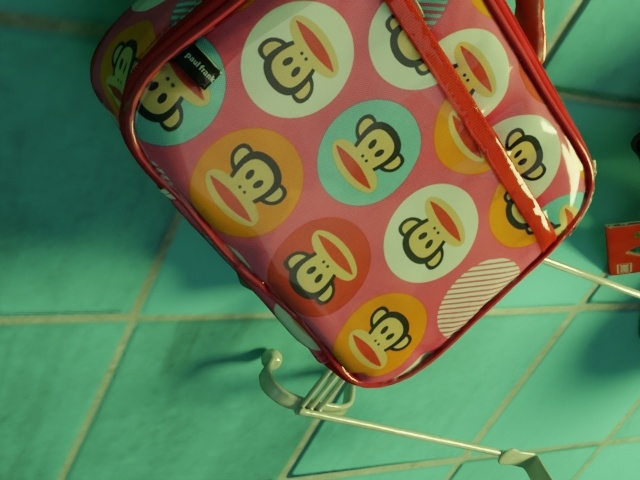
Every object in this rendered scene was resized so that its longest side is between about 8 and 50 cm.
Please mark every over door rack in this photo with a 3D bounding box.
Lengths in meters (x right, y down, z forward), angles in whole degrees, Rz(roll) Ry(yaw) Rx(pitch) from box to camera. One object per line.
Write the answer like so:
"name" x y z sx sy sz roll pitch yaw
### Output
"over door rack" 0.139 0.086 0.979 0.324 0.108 0.239 25 118 -24

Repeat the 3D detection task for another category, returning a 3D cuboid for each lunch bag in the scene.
"lunch bag" 0.036 -0.076 0.690 0.258 0.120 0.293 -41 124 -2

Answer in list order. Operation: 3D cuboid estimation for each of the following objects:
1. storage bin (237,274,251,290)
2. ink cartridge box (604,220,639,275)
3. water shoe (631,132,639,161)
"storage bin" 0.000 0.000 0.830 0.091 0.098 0.135 24 118 -35
"ink cartridge box" 0.374 0.019 0.975 0.239 0.060 0.275 -10 168 13
"water shoe" 0.316 -0.130 0.908 0.080 0.073 0.203 -10 136 -18
